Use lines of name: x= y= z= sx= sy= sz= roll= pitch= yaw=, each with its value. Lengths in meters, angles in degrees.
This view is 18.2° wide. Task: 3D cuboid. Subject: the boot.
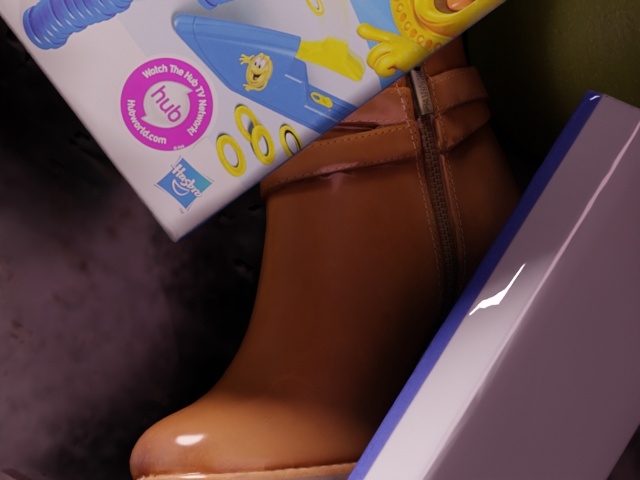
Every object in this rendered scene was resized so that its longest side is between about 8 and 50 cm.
boot: x=0.000 y=0.000 z=0.955 sx=0.283 sy=0.109 sz=0.220 roll=-17 pitch=97 yaw=-39

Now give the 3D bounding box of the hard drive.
hard drive: x=0.081 y=0.111 z=0.949 sx=0.318 sy=0.040 sz=0.210 roll=-57 pitch=151 yaw=-12

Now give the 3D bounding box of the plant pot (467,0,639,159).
plant pot: x=0.221 y=-0.122 z=1.016 sx=0.275 sy=0.293 sz=0.274 roll=4 pitch=83 yaw=-35

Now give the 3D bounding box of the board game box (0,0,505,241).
board game box: x=-0.027 y=-0.211 z=0.826 sx=0.302 sy=0.086 sz=0.308 roll=-36 pitch=96 yaw=12
